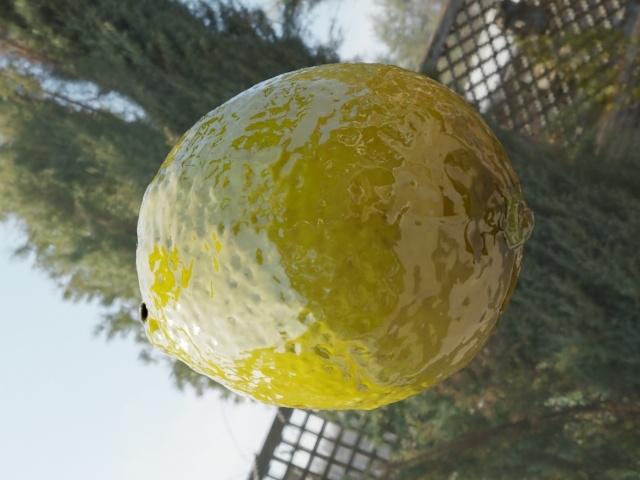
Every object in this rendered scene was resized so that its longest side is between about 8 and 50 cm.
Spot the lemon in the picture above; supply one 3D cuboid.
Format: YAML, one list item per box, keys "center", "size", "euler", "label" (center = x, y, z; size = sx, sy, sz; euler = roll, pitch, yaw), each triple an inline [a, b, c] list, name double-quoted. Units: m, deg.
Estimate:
- center: [0.000, 0.000, 0.638]
  size: [0.245, 0.320, 0.245]
  euler: [18, -112, -54]
  label: "lemon"
